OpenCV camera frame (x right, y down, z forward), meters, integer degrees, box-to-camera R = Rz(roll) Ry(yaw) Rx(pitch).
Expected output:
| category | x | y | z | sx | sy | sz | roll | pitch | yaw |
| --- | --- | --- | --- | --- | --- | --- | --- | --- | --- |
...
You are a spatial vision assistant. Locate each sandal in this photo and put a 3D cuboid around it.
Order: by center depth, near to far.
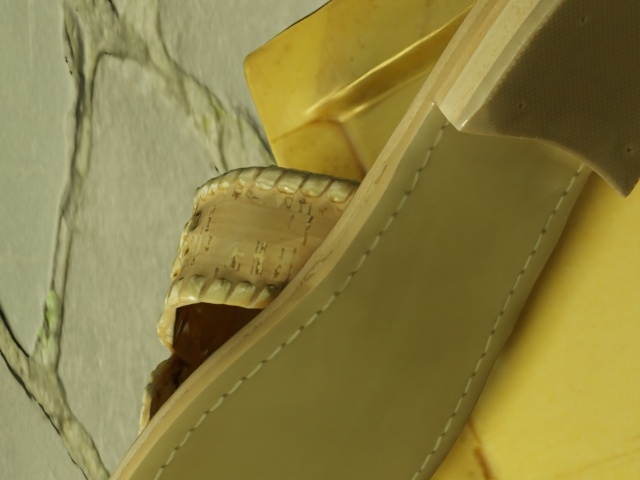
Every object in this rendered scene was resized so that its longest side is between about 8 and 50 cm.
| category | x | y | z | sx | sy | sz | roll | pitch | yaw |
| --- | --- | --- | --- | --- | --- | --- | --- | --- | --- |
| sandal | 0.004 | 0.002 | 0.509 | 0.240 | 0.088 | 0.079 | -52 | 43 | 15 |

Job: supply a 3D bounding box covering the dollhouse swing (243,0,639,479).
| category | x | y | z | sx | sy | sz | roll | pitch | yaw |
| --- | --- | --- | --- | --- | --- | --- | --- | --- | --- |
| dollhouse swing | 0.191 | 0.056 | 0.579 | 0.346 | 0.305 | 0.315 | 67 | -171 | 16 |
